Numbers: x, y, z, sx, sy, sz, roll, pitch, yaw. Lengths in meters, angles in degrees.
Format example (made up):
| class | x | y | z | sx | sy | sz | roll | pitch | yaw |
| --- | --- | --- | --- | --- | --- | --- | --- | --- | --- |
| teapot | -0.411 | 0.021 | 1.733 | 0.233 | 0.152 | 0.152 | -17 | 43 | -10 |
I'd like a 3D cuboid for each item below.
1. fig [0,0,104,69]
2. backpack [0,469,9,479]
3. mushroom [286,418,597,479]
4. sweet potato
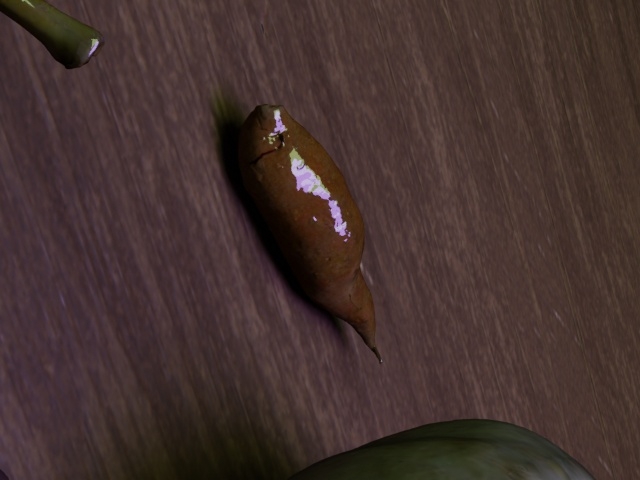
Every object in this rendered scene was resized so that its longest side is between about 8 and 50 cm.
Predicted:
| class | x | y | z | sx | sy | sz | roll | pitch | yaw |
| --- | --- | --- | --- | --- | --- | --- | --- | --- | --- |
| fig | -0.164 | -0.204 | 0.788 | 0.203 | 0.186 | 0.249 | -19 | 145 | -42 |
| backpack | -0.217 | 0.146 | 0.560 | 0.283 | 0.197 | 0.317 | 56 | 40 | -43 |
| mushroom | 0.068 | 0.262 | 0.990 | 0.352 | 0.260 | 0.352 | -2 | 90 | -65 |
| sweet potato | 0.000 | 0.000 | 1.134 | 0.195 | 0.056 | 0.056 | 67 | 33 | -36 |
